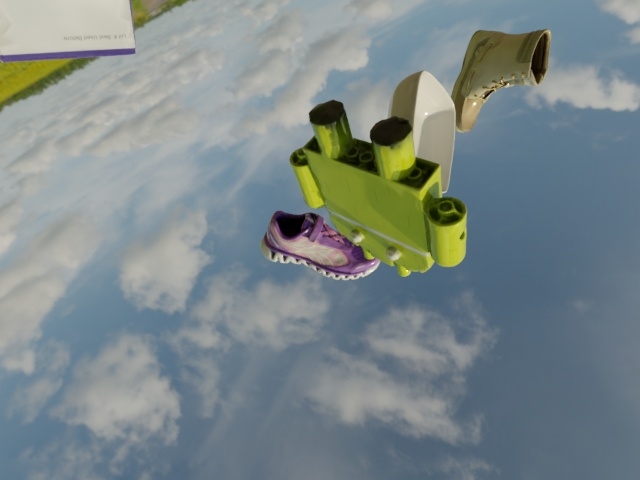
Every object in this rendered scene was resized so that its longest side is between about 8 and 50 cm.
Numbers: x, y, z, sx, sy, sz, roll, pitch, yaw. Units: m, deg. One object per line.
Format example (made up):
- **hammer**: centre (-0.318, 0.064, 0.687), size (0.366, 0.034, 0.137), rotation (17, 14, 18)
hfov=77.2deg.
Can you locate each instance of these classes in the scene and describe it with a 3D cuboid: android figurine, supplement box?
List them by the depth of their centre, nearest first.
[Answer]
- **supplement box**: centre (-0.268, -0.270, 0.366), size (0.111, 0.113, 0.220), rotation (-22, -124, -32)
- **android figurine**: centre (0.070, -0.045, 0.515), size (0.248, 0.272, 0.056), rotation (28, -114, 31)

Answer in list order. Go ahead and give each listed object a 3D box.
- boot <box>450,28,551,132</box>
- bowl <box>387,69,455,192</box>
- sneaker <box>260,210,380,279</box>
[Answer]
- **boot**: centre (0.369, -0.325, 0.836), size (0.077, 0.213, 0.165), rotation (-3, -157, -36)
- **bowl**: centre (0.132, -0.140, 0.541), size (0.053, 0.142, 0.142), rotation (6, -92, 36)
- **sneaker**: centre (0.000, 0.000, 0.757), size (0.237, 0.104, 0.095), rotation (12, -134, 6)
